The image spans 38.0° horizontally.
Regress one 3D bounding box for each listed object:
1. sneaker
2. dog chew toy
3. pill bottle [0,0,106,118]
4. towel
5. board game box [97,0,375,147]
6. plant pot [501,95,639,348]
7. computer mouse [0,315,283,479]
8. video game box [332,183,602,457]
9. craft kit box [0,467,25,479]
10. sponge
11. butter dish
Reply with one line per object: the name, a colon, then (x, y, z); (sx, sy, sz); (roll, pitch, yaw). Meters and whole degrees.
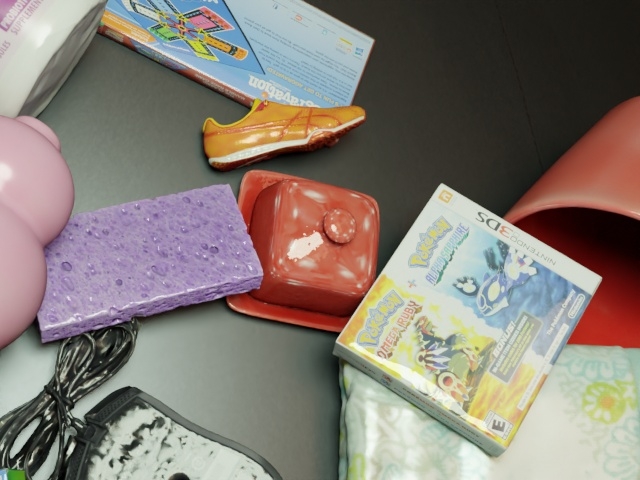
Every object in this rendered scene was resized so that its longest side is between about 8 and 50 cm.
sneaker: (-0.037, -0.122, 0.969); (0.175, 0.064, 0.067); (-13, 86, -12)
dog chew toy: (-0.320, 0.033, 0.746); (0.207, 0.206, 0.331); (33, 65, -9)
pill bottle: (-0.362, -0.244, 0.835); (0.302, 0.169, 0.169); (34, 65, -10)
towel: (0.177, 0.282, 0.895); (0.321, 0.090, 0.374); (3, 72, -7)
board game box: (-0.086, -0.225, 1.019); (0.281, 0.027, 0.145); (26, 65, -13)
plant pot: (0.352, -0.016, 1.012); (0.275, 0.275, 0.243); (41, 56, -6)
computer mouse: (-0.146, 0.205, 0.845); (0.272, 0.072, 0.188); (35, 66, 5)
video game box: (0.143, 0.072, 0.902); (0.187, 0.048, 0.205); (30, 68, 11)
craft kit box: (-0.328, 0.323, 0.696); (0.250, 0.061, 0.246); (-13, 74, -6)
sponge: (-0.169, 0.016, 0.877); (0.210, 0.031, 0.117); (-13, 57, -19)
butter dish: (0.000, 0.000, 0.932); (0.160, 0.118, 0.159); (13, 70, -18)
